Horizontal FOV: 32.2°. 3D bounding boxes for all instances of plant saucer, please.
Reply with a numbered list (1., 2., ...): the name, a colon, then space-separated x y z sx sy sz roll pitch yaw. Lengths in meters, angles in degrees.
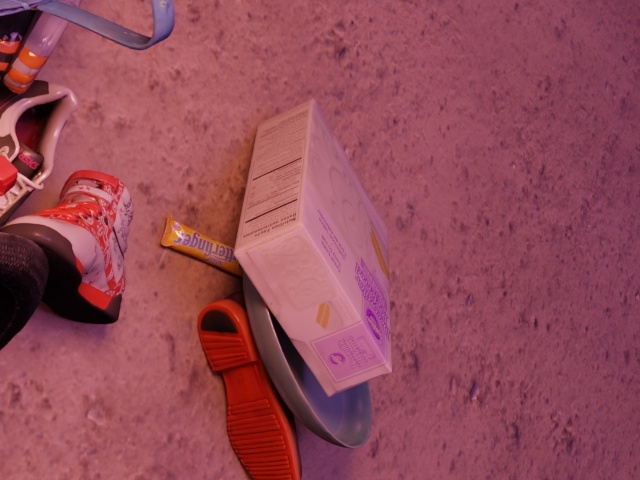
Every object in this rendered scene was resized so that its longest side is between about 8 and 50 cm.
1. plant saucer: -0.021 0.123 1.431 0.317 0.044 0.317 57 18 -30

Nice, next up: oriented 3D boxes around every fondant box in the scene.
1. fondant box: 0.000 0.000 1.416 0.238 0.096 0.330 59 19 -28

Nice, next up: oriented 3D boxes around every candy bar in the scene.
1. candy bar: -0.142 0.010 1.401 0.161 0.018 0.040 27 64 -46

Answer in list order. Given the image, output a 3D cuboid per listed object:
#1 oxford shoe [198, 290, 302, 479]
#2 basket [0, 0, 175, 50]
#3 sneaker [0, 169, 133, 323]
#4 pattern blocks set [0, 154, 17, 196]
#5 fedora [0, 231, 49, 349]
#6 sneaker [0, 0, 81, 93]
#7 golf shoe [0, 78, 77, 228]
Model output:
1. oxford shoe: -0.066 0.193 1.409 0.098 0.097 0.271 -28 105 -54
2. basket: -0.243 -0.308 0.910 0.201 0.289 0.254 -35 139 -42
3. sneaker: -0.259 -0.016 1.133 0.270 0.090 0.145 73 20 -70
4. pattern blocks set: -0.436 -0.102 0.873 0.325 0.285 0.026 -8 130 -40
5. fedora: -0.403 0.037 0.915 0.334 0.334 0.152 -8 61 -52
6. sneaker: -0.323 -0.299 1.136 0.180 0.124 0.321 31 35 -18
7. golf shoe: -0.337 -0.055 1.085 0.105 0.120 0.273 45 53 -40
